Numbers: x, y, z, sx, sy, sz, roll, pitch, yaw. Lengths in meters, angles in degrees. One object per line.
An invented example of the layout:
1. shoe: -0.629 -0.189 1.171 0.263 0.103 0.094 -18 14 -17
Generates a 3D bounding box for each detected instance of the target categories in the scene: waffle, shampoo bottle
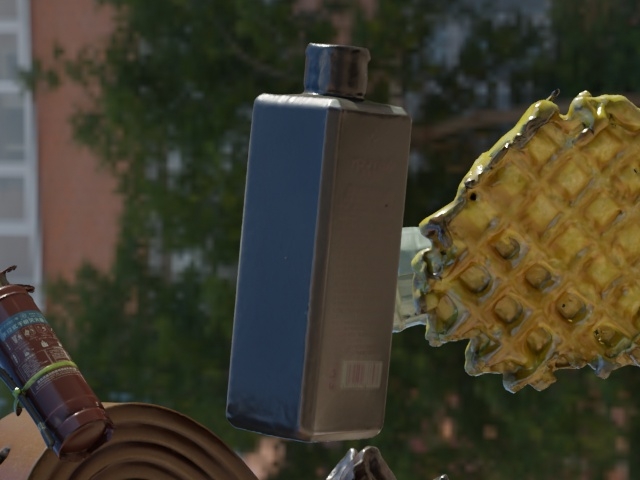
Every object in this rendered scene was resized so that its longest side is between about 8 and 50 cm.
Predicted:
1. waffle: 0.213 0.006 1.669 0.060 0.262 0.280 -97 4 -74
2. shampoo bottle: 0.000 0.000 1.159 0.080 0.079 0.246 3 -86 -47

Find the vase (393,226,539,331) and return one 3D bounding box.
1. vase: 0.176 0.029 2.001 0.143 0.299 0.143 -9 -90 -87

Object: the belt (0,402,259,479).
1. belt: -0.112 0.265 1.197 0.217 0.122 0.339 -29 -77 -32

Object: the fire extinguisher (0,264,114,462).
1. fire extinguisher: -0.164 0.066 1.039 0.056 0.132 0.039 -12 -38 -39

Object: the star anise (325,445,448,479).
1. star anise: 0.059 0.307 1.709 0.236 0.109 0.223 65 156 9
